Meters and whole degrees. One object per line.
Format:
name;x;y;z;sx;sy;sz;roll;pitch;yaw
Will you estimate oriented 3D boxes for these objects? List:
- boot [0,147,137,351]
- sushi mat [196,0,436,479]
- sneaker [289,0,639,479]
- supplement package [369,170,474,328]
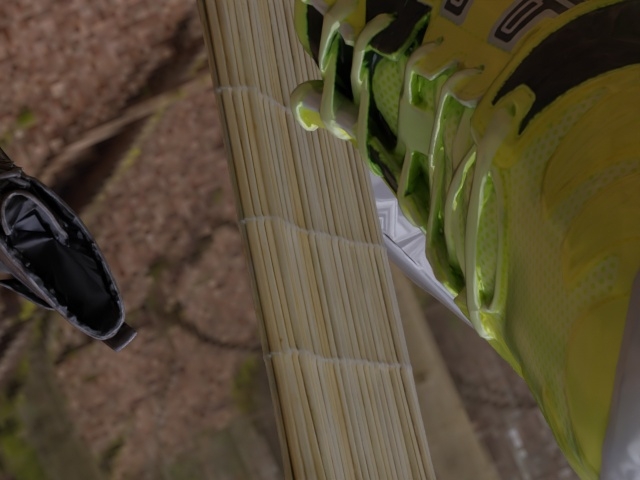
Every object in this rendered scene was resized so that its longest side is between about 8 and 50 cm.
boot;-0.229;-0.051;1.174;0.091;0.263;0.229;-45;-155;-10
sushi mat;0.000;0.000;0.915;0.019;0.316;0.151;-16;169;24
sneaker;0.063;-0.036;0.603;0.147;0.145;0.385;2;-151;-4
supplement package;0.123;-0.117;1.161;0.293;0.177;0.175;-46;-160;-1
